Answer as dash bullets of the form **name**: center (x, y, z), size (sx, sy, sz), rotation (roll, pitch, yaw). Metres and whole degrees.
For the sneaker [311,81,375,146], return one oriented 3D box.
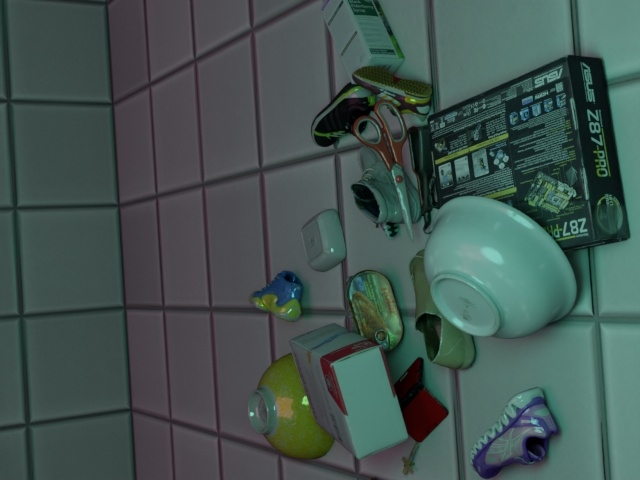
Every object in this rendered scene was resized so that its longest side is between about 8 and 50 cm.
- **sneaker**: center (0.053, -0.276, 2.214), size (0.234, 0.084, 0.097), rotation (-51, 52, 48)

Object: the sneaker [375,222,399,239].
- **sneaker**: center (0.143, -0.038, 2.136), size (0.069, 0.038, 0.098), rotation (-43, 47, 53)

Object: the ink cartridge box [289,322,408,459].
- **ink cartridge box**: center (0.057, 0.324, 2.092), size (0.306, 0.131, 0.226), rotation (-163, 54, -72)

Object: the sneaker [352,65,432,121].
- **sneaker**: center (0.147, -0.309, 2.012), size (0.185, 0.069, 0.084), rotation (24, 134, 23)

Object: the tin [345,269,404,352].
- **tin**: center (0.124, 0.159, 2.118), size (0.106, 0.040, 0.189), rotation (-18, 82, 17)

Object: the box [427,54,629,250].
- **box**: center (0.359, -0.125, 1.714), size (0.395, 0.097, 0.318), rotation (-18, 76, 58)

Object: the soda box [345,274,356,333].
- **soda box**: center (0.108, 0.169, 2.182), size (0.058, 0.063, 0.183), rotation (-16, 79, 58)

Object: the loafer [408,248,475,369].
- **loafer**: center (0.236, 0.139, 1.940), size (0.102, 0.092, 0.268), rotation (-49, 52, 49)

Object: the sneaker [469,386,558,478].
- **sneaker**: center (0.365, 0.383, 1.759), size (0.104, 0.095, 0.236), rotation (53, 135, 32)

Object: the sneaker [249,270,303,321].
- **sneaker**: center (-0.108, 0.139, 2.537), size (0.240, 0.091, 0.126), rotation (16, 88, 58)

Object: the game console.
- **game console**: center (0.216, 0.349, 2.068), size (0.124, 0.085, 0.144), rotation (-79, 15, -45)

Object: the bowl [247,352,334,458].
- **bowl**: center (-0.096, 0.437, 2.454), size (0.289, 0.156, 0.289), rotation (10, 101, 58)

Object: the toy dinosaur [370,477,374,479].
- **toy dinosaur**: center (0.136, 0.602, 2.218), size (0.090, 0.047, 0.082), rotation (-1, 82, 26)

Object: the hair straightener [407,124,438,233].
- **hair straightener**: center (0.228, -0.128, 1.975), size (0.089, 0.047, 0.230), rotation (0, 93, 59)

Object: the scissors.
- **scissors**: center (0.169, -0.150, 1.981), size (0.297, 0.109, 0.021), rotation (63, 174, -3)

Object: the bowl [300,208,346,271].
- **bowl**: center (0.000, 0.000, 2.357), size (0.142, 0.053, 0.142), rotation (-34, 62, 54)

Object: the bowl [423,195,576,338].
- **bowl**: center (0.289, 0.075, 1.671), size (0.298, 0.134, 0.298), rotation (32, 148, 23)

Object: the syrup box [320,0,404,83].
- **syrup box**: center (0.091, -0.469, 2.125), size (0.096, 0.093, 0.237), rotation (-51, 50, 48)

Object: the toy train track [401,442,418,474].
- **toy train track**: center (0.204, 0.486, 2.101), size (0.048, 0.014, 0.083), rotation (52, 129, 53)

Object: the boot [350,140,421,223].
- **boot**: center (0.118, -0.133, 2.081), size (0.258, 0.123, 0.095), rotation (56, 137, 40)
